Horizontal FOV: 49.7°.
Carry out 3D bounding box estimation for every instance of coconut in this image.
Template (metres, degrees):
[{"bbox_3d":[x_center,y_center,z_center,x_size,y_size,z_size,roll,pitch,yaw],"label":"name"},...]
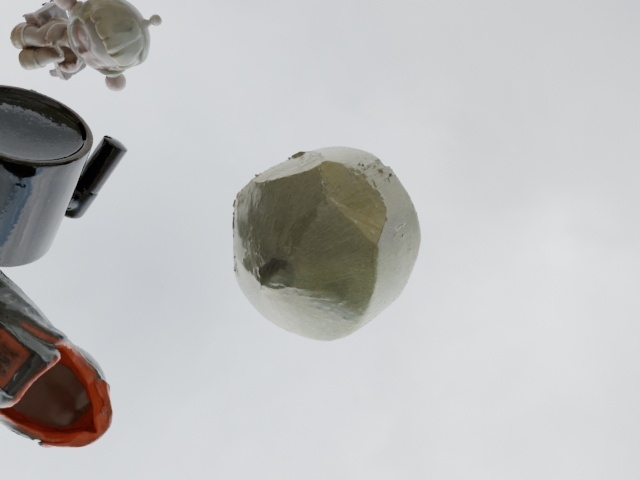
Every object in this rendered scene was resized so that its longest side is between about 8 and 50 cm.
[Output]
[{"bbox_3d":[0.000,0.000,0.908,0.245,0.247,0.244,8,-73,27],"label":"coconut"}]

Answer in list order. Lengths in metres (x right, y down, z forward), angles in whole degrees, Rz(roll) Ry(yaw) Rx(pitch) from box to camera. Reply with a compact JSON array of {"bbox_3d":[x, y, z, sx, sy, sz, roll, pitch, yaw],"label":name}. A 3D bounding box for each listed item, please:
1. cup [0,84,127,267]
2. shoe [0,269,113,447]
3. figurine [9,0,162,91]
[{"bbox_3d":[-0.359,-0.073,0.887,0.240,0.166,0.177,4,-51,-34],"label":"cup"},{"bbox_3d":[-0.323,0.098,0.667,0.132,0.171,0.336,-48,-60,-21],"label":"shoe"},{"bbox_3d":[-0.396,-0.351,1.217,0.257,0.144,0.181,6,-68,23],"label":"figurine"}]
